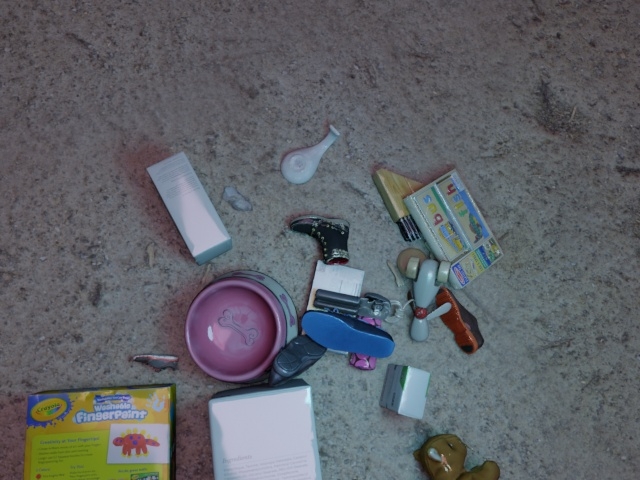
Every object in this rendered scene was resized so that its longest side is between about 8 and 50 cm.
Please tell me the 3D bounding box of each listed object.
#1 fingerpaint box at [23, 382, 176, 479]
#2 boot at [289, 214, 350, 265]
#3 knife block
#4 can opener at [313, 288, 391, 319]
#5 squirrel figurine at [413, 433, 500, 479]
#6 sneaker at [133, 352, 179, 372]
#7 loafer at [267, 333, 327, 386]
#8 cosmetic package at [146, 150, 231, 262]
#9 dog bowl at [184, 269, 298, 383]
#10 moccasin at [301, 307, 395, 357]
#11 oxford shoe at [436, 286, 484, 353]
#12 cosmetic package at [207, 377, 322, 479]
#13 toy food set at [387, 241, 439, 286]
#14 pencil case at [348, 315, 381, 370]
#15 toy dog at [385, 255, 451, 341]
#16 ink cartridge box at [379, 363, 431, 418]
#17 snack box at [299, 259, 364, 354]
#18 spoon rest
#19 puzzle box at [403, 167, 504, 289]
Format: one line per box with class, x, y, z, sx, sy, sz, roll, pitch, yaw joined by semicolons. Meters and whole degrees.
fingerpaint box;-0.711;0.676;1.697;0.443;0.163;0.372;-2;79;-8
boot;0.001;-0.001;1.944;0.236;0.085;0.179;4;56;-10
knife block;0.309;-0.126;2.033;0.275;0.088;0.242;21;76;-3
can opener;0.119;0.226;1.892;0.283;0.095;0.076;12;115;1
squirrel figurine;0.443;0.880;1.753;0.396;0.281;0.371;-35;78;-15
sneaker;-0.585;0.436;1.819;0.157;0.061;0.065;6;84;-5
loafer;-0.083;0.404;1.745;0.109;0.302;0.095;40;114;17
cosmetic package;-0.473;-0.110;1.877;0.155;0.197;0.366;-29;85;-13
dog bowl;-0.286;0.305;1.784;0.407;0.150;0.409;-1;86;7
moccasin;0.091;0.328;1.817;0.341;0.117;0.138;24;105;-7
oxford shoe;0.538;0.298;1.987;0.098;0.097;0.272;-19;79;-37
cosmetic package;-0.177;0.682;1.678;0.326;0.329;0.394;-6;80;-8
toy food set;0.365;0.095;2.026;0.191;0.038;0.133;-25;75;-6
pencil case;0.168;0.375;1.913;0.098;0.095;0.210;8;75;10
toy dog;0.394;0.195;1.937;0.220;0.161;0.334;32;115;15
ink cartridge box;0.297;0.531;1.829;0.092;0.219;0.161;17;77;-7
snack box;0.042;0.251;1.935;0.186;0.060;0.322;14;77;-4
spoon rest;-0.038;-0.340;2.051;0.276;0.084;0.137;-42;85;0
puzzle box;0.524;-0.050;2.005;0.272;0.052;0.409;-31;92;-25
